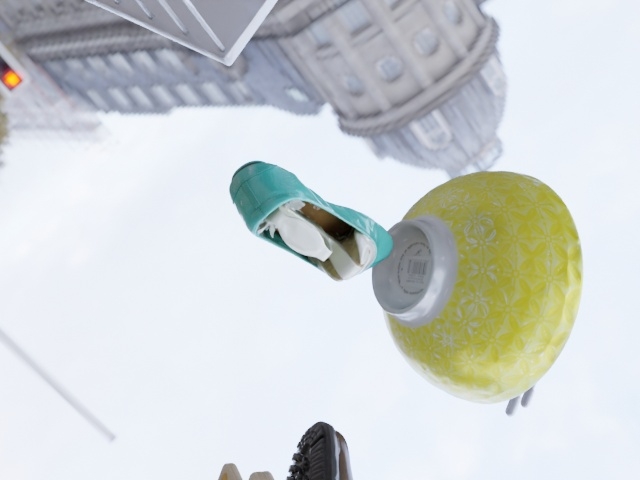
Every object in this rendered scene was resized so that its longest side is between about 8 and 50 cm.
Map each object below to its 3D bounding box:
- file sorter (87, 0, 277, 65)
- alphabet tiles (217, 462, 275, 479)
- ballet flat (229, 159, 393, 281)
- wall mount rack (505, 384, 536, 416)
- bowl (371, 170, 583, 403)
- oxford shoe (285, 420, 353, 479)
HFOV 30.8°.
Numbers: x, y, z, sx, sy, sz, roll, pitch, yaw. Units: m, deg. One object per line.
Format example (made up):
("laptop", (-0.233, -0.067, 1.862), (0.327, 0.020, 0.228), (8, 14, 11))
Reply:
("file sorter", (-0.189, -0.379, 1.424), (0.278, 0.173, 0.193), (28, -102, 32))
("alphabet tiles", (-0.084, 0.403, 1.308), (0.278, 0.021, 0.284), (57, -44, 45))
("ballet flat", (0.000, 0.000, 1.232), (0.083, 0.247, 0.087), (-40, -133, 20))
("wall mount rack", (0.341, 0.126, 1.958), (0.130, 0.304, 0.350), (-19, 171, 16))
("bowl", (0.156, 0.045, 1.396), (0.289, 0.156, 0.289), (-21, -117, 50))
("oxford shoe", (0.021, 0.267, 0.987), (0.083, 0.096, 0.227), (-34, -124, 51))
